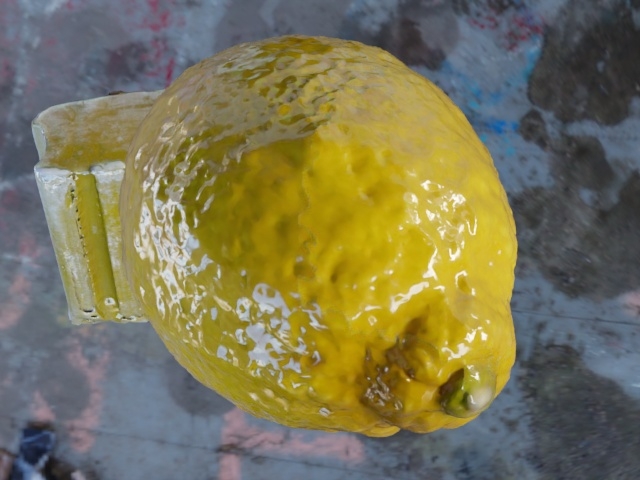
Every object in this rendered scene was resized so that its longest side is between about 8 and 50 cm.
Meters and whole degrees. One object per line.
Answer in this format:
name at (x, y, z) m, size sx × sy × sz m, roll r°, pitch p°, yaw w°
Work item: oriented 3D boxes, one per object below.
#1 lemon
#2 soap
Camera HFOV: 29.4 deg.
lemon at (0.000, 0.000, 0.453) m, size 0.142 × 0.142 × 0.187 m, roll -52°, pitch 50°, yaw 8°
soap at (-0.166, -0.021, 1.148) m, size 0.174 × 0.274 × 0.089 m, roll -9°, pitch 58°, yaw -10°
